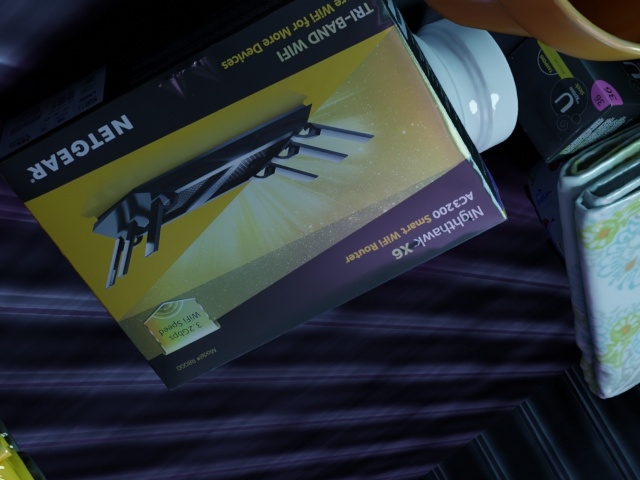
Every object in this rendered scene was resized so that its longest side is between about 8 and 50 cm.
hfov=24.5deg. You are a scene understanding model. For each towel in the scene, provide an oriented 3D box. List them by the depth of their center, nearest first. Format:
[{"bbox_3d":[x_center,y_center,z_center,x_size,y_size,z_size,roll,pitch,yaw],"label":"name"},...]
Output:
[{"bbox_3d":[0.423,-0.011,1.656,0.320,0.090,0.374,-26,137,-7],"label":"towel"}]

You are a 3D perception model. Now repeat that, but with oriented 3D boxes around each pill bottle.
[{"bbox_3d":[0.032,-0.098,1.295,0.264,0.153,0.153,-24,159,-22],"label":"pill bottle"}]

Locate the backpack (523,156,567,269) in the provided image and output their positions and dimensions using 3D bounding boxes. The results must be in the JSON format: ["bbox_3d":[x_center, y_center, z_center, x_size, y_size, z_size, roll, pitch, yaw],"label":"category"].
[{"bbox_3d":[0.401,-0.054,1.834,0.263,0.276,0.213,-11,146,-30],"label":"backpack"}]

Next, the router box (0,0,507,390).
[{"bbox_3d":[-0.050,-0.053,1.124,0.309,0.081,0.243,-28,119,11],"label":"router box"}]

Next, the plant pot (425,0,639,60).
[{"bbox_3d":[0.154,-0.215,0.978,0.205,0.205,0.188,-22,-170,-28],"label":"plant pot"}]

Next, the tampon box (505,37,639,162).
[{"bbox_3d":[0.284,-0.161,1.578,0.161,0.120,0.101,-7,150,-51],"label":"tampon box"}]

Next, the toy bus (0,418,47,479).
[{"bbox_3d":[-0.371,0.206,1.422,0.149,0.220,0.211,-33,129,-16],"label":"toy bus"}]
